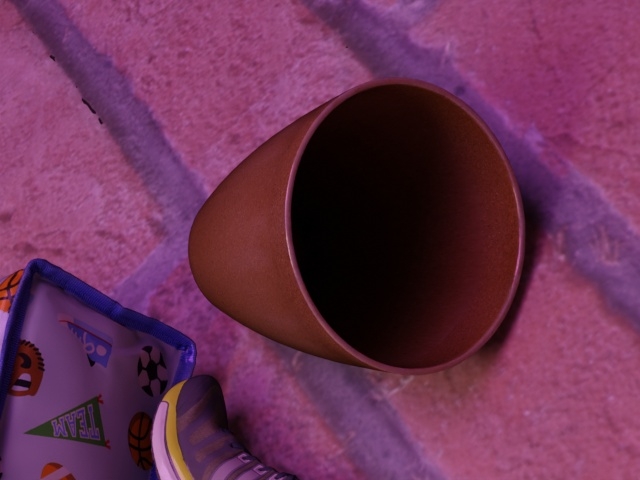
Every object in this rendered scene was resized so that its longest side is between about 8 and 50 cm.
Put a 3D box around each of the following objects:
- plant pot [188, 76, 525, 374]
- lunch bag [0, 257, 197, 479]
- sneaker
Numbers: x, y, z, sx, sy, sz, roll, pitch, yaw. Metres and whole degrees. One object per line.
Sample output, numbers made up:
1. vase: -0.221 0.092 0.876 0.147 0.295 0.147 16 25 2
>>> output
1. plant pot: 0.000 0.000 1.672 0.254 0.237 0.237 -10 54 54
2. lunch bag: -0.316 0.248 1.731 0.327 0.239 0.386 -20 51 44
3. sneaker: -0.057 0.224 1.645 0.121 0.111 0.300 -24 46 4
